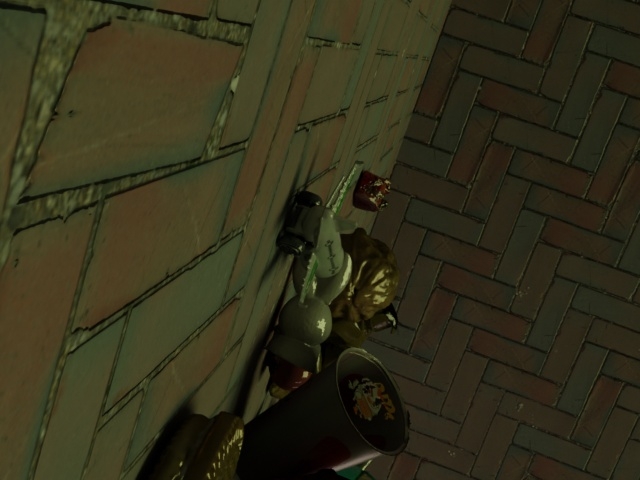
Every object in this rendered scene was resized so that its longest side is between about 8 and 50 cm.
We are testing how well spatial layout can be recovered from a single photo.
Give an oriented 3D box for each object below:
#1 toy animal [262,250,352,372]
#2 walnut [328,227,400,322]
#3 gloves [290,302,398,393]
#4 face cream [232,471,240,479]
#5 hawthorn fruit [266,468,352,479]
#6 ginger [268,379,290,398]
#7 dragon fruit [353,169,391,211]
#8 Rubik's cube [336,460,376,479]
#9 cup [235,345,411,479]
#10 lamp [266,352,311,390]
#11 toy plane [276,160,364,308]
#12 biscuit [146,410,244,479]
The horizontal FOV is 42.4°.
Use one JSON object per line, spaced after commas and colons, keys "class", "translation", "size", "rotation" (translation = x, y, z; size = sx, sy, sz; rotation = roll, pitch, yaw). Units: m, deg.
{"class": "toy animal", "translation": [-0.018, 0.118, 1.496], "size": [0.131, 0.104, 0.220], "rotation": [55, 55, -81]}
{"class": "walnut", "translation": [0.071, 0.073, 1.745], "size": [0.245, 0.198, 0.198], "rotation": [-77, -174, -77]}
{"class": "gloves", "translation": [0.023, 0.227, 1.902], "size": [0.331, 0.141, 0.154], "rotation": [-36, -177, 13]}
{"class": "face cream", "translation": [-0.113, 0.440, 1.728], "size": [0.251, 0.101, 0.101], "rotation": [-62, 170, -54]}
{"class": "hawthorn fruit", "translation": [-0.040, 0.573, 1.294], "size": [0.403, 0.403, 0.402], "rotation": [20, 90, -84]}
{"class": "ginger", "translation": [-0.059, 0.251, 1.788], "size": [0.133, 0.059, 0.214], "rotation": [-53, 161, -55]}
{"class": "dragon fruit", "translation": [0.144, -0.128, 2.181], "size": [0.147, 0.096, 0.102], "rotation": [48, 59, -85]}
{"class": "Rubik's cube", "translation": [-0.013, 0.625, 1.959], "size": [0.358, 0.387, 0.368], "rotation": [-46, 133, -19]}
{"class": "cup", "translation": [-0.012, 0.337, 1.461], "size": [0.288, 0.203, 0.203], "rotation": [-32, -167, 27]}
{"class": "lamp", "translation": [-0.057, 0.237, 1.601], "size": [0.107, 0.092, 0.107], "rotation": [-40, -138, 50]}
{"class": "toy plane", "translation": [-0.005, -0.002, 1.267], "size": [0.255, 0.101, 0.251], "rotation": [106, 6, -68]}
{"class": "biscuit", "translation": [-0.166, 0.319, 0.972], "size": [0.259, 0.079, 0.259], "rotation": [21, 90, -85]}
